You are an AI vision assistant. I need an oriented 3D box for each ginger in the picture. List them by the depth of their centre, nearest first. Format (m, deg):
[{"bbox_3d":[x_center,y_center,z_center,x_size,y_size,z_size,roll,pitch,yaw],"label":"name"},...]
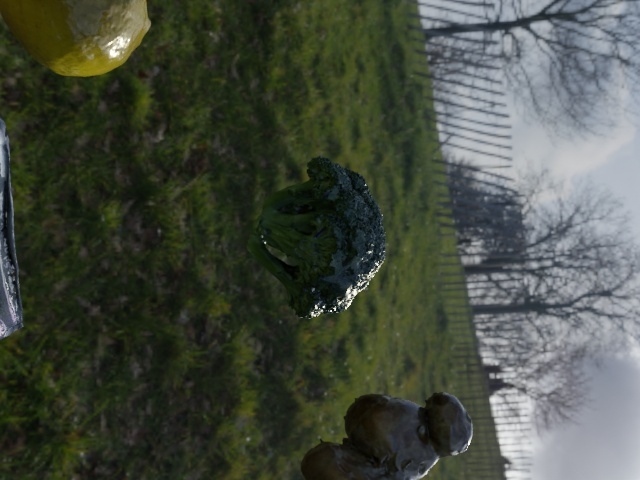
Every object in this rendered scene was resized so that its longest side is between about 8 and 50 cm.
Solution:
[{"bbox_3d":[0.113,0.368,1.155,0.304,0.245,0.155,-57,159,-19],"label":"ginger"}]

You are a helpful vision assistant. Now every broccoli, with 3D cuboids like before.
[{"bbox_3d":[0.000,0.000,1.289,0.265,0.245,0.294,67,45,-85],"label":"broccoli"}]

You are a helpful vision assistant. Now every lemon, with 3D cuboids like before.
[{"bbox_3d":[-0.471,-0.450,1.347,0.316,0.286,0.285,100,-12,-59],"label":"lemon"}]

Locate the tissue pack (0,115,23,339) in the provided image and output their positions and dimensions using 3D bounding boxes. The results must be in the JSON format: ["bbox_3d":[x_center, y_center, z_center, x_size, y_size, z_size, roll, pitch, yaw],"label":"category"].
[{"bbox_3d":[-0.393,-0.087,0.576,0.122,0.361,0.259,-35,154,-38],"label":"tissue pack"}]
